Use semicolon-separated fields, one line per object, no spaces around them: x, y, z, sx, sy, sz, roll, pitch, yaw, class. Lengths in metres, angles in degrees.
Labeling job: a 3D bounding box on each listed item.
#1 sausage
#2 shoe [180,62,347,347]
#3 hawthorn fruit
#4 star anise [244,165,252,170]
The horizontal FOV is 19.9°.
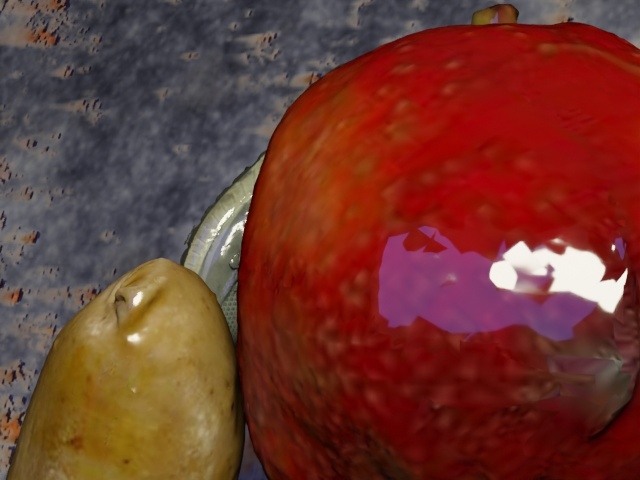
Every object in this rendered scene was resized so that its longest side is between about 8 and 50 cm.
-0.138;0.244;0.937;0.123;0.136;0.500;21;100;17;sausage
-0.005;-0.010;1.004;0.077;0.074;0.194;27;72;32;shoe
0.085;0.012;0.884;0.265;0.265;0.307;-21;56;24;hawthorn fruit
-0.001;0.000;1.074;0.168;0.057;0.167;-14;62;28;star anise
